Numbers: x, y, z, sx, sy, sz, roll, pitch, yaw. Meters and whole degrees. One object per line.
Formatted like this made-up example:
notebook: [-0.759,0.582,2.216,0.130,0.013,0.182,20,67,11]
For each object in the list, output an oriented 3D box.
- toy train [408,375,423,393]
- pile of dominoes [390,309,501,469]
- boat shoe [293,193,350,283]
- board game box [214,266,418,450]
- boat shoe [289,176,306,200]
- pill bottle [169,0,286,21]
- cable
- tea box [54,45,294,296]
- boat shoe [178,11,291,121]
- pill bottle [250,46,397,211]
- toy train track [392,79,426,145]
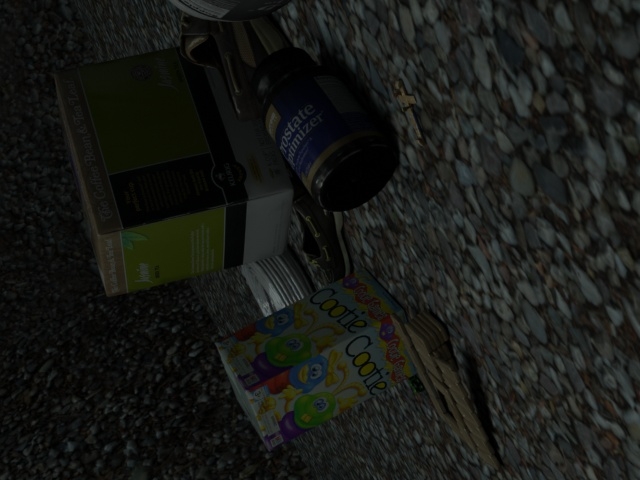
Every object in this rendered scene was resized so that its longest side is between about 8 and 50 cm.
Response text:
toy train: [0.145,0.220,1.880,0.083,0.017,0.024,57,175,25]
pile of dominoes: [0.198,0.216,1.676,0.196,0.040,0.251,43,164,55]
boat shoe: [0.000,0.000,1.900,0.081,0.068,0.228,53,163,38]
board game box: [-0.004,0.186,1.816,0.144,0.275,0.142,47,159,51]
boat shoe: [-0.071,-0.090,2.019,0.059,0.063,0.170,59,168,-6]
pill bottle: [-0.084,-0.353,1.239,0.210,0.210,0.363,66,167,-8]
cable: [-0.073,0.121,2.372,0.257,0.089,0.257,46,158,52]
tea box: [-0.248,-0.126,1.906,0.220,0.323,0.329,102,152,-60]
boat shoe: [-0.154,-0.328,1.730,0.355,0.130,0.132,57,165,25]
pill bottle: [-0.003,-0.152,1.500,0.219,0.123,0.123,55,165,32]
toy train track: [0.103,-0.148,1.339,0.083,0.014,0.048,67,167,-16]
